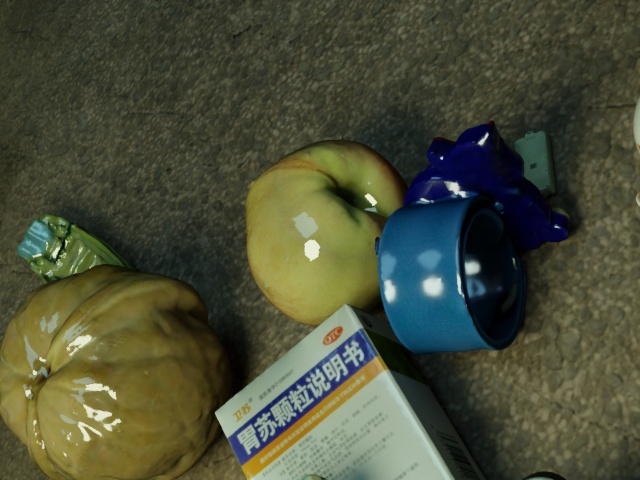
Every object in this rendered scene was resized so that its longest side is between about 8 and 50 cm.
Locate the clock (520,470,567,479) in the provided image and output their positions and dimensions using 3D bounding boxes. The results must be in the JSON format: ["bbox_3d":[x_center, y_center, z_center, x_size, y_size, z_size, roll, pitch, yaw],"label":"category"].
[{"bbox_3d":[0.167,0.377,0.976,0.279,0.049,0.273,-35,78,19],"label":"clock"}]

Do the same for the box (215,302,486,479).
[{"bbox_3d":[0.044,0.246,1.155,0.200,0.106,0.299,-41,56,15],"label":"box"}]

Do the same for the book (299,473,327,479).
[{"bbox_3d":[-0.084,0.426,1.054,0.379,0.031,0.264,-40,57,27],"label":"book"}]

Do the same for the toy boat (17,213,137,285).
[{"bbox_3d":[-0.344,0.052,1.649,0.276,0.084,0.111,29,84,42],"label":"toy boat"}]

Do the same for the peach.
[{"bbox_3d":[0.000,0.000,1.301,0.232,0.232,0.232,-20,54,31],"label":"peach"}]

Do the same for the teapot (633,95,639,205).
[{"bbox_3d":[0.404,-0.136,1.114,0.245,0.116,0.159,-34,37,13],"label":"teapot"}]

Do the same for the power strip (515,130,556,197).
[{"bbox_3d":[0.244,-0.084,1.269,0.040,0.016,0.090,-20,54,31],"label":"power strip"}]

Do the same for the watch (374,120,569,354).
[{"bbox_3d":[0.147,0.016,1.172,0.171,0.196,0.200,-13,48,40],"label":"watch"}]

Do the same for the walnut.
[{"bbox_3d":[-0.248,0.168,1.364,0.296,0.285,0.285,27,85,35],"label":"walnut"}]
